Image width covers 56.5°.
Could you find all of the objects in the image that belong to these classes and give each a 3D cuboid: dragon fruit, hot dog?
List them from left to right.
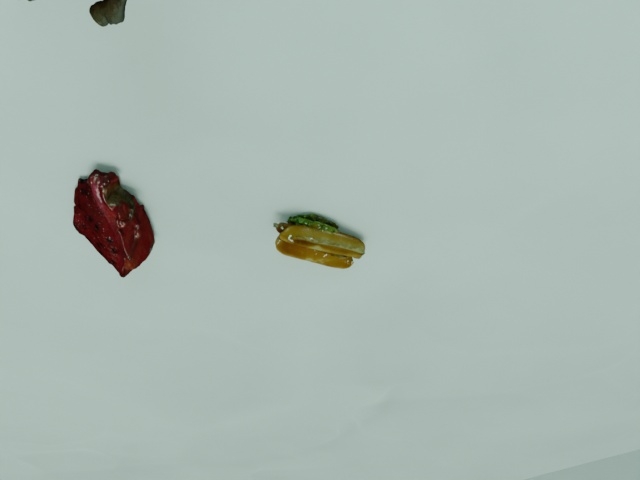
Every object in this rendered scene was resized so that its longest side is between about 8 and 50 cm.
[{"bbox_3d":[-0.232,-0.016,0.668,0.097,0.063,0.131,11,143,-17],"label":"dragon fruit"},{"bbox_3d":[0.000,0.000,0.723,0.133,0.041,0.056,15,142,-34],"label":"hot dog"}]

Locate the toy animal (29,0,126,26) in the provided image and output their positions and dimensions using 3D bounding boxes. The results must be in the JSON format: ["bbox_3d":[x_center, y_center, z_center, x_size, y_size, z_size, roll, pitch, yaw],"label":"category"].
[{"bbox_3d":[-0.173,-0.253,0.277,0.243,0.087,0.260,36,150,4],"label":"toy animal"}]
